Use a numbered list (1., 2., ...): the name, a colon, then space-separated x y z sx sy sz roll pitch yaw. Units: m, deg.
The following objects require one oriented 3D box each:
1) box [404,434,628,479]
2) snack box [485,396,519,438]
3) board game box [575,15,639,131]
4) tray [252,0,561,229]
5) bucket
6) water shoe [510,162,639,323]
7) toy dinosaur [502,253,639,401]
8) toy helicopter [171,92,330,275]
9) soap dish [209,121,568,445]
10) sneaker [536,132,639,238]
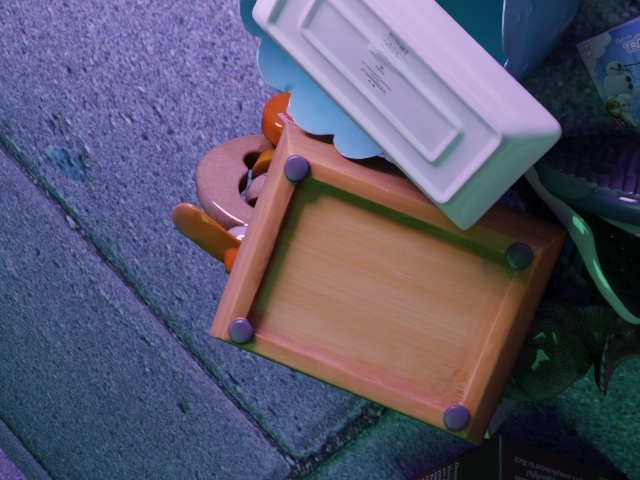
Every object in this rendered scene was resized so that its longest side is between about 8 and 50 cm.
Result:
1. box: 0.185 0.380 1.125 0.191 0.143 0.381 22 146 -19
2. snack box: 0.165 0.176 1.077 0.141 0.100 0.037 11 126 38
3. board game box: 0.282 -0.149 0.782 0.090 0.020 0.090 -17 106 49
4. tray: 0.052 -0.135 0.719 0.270 0.030 0.145 46 139 7
5. bucket: 0.083 -0.223 0.792 0.281 0.183 0.281 24 133 29
6. water shoe: 0.261 -0.009 0.886 0.203 0.073 0.080 58 161 0
7. toy dinosaur: 0.220 0.115 0.966 0.314 0.121 0.160 -31 82 47
8. toy helicopter: 0.000 0.000 0.985 0.355 0.235 0.140 38 139 23
9. soap dish: 0.057 0.044 0.847 0.291 0.118 0.228 22 97 6
10. sneaker: 0.331 0.003 0.771 0.319 0.112 0.131 22 132 29
